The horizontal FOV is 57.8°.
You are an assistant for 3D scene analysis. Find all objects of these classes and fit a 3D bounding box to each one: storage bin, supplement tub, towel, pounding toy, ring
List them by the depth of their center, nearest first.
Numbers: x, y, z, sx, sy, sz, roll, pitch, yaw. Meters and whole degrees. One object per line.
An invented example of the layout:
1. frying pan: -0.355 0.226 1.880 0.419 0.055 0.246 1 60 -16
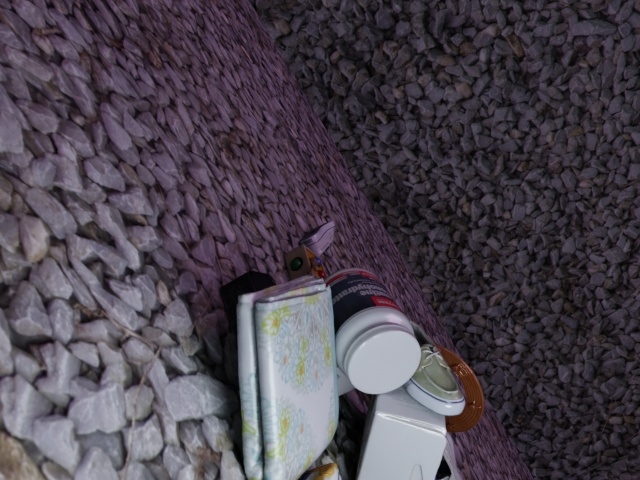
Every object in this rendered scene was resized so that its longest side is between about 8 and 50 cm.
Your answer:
1. towel: -0.059 0.265 1.123 0.320 0.090 0.374 -5 92 -68
2. storage bin: -0.133 0.166 1.271 0.180 0.084 0.122 65 16 19
3. supplement tub: 0.101 0.202 1.346 0.191 0.191 0.272 51 3 -31
4. pounding toy: -0.033 0.084 1.693 0.141 0.100 0.130 42 24 -50
5. ring: 0.380 0.494 1.925 0.032 0.336 0.336 -27 88 -44

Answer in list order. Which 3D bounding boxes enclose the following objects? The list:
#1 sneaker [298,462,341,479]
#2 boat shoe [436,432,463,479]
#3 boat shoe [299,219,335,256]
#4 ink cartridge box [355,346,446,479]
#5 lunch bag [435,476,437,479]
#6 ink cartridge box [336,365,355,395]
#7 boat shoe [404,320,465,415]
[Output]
1. sneaker: -0.011 0.500 1.022 0.296 0.112 0.131 4 63 -68
2. boat shoe: 0.365 0.693 1.691 0.088 0.096 0.267 -5 83 -54
3. boat shoe: 0.000 0.000 1.993 0.084 0.095 0.258 63 26 -7
4. ink cartridge box: 0.192 0.448 1.411 0.384 0.160 0.279 -58 161 -73
5. lunch bag: 0.281 0.713 1.564 0.303 0.115 0.243 65 14 9
6. ink cartridge box: 0.007 0.293 1.494 0.190 0.082 0.139 50 19 -31
7. boat shoe: 0.236 0.284 1.332 0.109 0.094 0.302 4 18 -20
